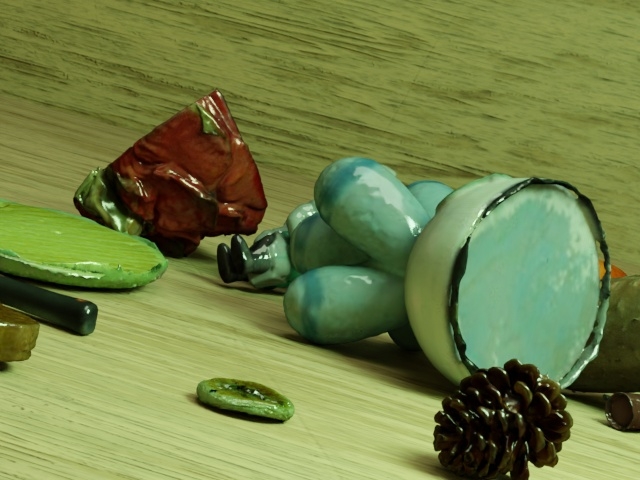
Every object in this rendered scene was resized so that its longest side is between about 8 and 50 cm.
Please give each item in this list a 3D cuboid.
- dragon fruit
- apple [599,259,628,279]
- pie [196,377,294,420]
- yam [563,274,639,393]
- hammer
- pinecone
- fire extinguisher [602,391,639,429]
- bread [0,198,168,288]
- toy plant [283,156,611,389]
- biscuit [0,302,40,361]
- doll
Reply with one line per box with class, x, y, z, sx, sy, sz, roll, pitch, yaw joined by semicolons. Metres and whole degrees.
dragon fruit;-0.176;-0.041;2.377;0.205;0.152;0.317;-29;-3;-8
apple;0.281;0.078;2.241;0.163;0.139;0.163;11;6;-1
pie;-0.060;0.128;1.626;0.084;0.021;0.084;13;6;-1
yam;0.345;0.093;2.033;0.238;0.128;0.129;-7;7;45
hammer;-0.327;0.032;1.830;0.287;0.033;0.111;17;6;21
pinecone;0.140;0.150;1.594;0.109;0.102;0.102;-20;21;-23
fire extinguisher;0.339;0.174;2.001;0.132;0.039;0.056;8;18;-43
bread;-0.299;0.003;2.091;0.301;0.045;0.301;13;9;-2
toy plant;0.099;0.031;2.034;0.247;0.247;0.332;7;3;-44
biscuit;-0.373;0.044;1.564;0.273;0.049;0.257;21;7;37
doll;0.016;-0.005;2.307;0.195;0.153;0.258;-14;-13;29
